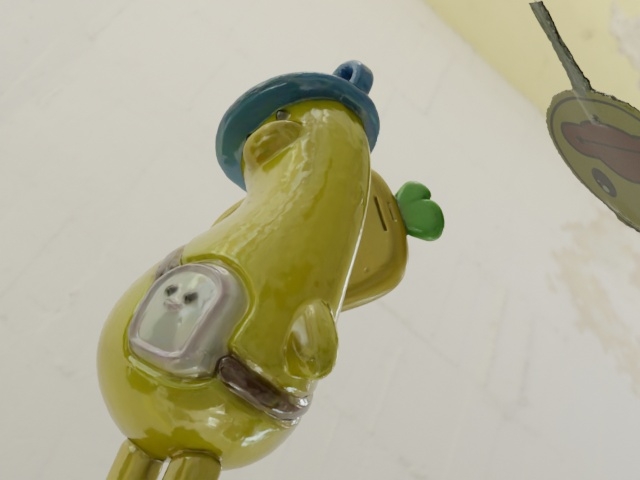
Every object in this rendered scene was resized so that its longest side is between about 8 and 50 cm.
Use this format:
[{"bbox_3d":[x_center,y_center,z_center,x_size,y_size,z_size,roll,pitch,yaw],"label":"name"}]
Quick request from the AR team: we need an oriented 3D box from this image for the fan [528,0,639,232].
[{"bbox_3d":[0.289,-0.099,1.145,0.335,0.011,0.229,54,168,-23],"label":"fan"}]

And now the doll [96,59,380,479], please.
[{"bbox_3d":[-0.042,0.034,0.746,0.145,0.199,0.363,40,-115,-39],"label":"doll"}]

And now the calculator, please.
[{"bbox_3d":[0.000,0.000,1.089,0.032,0.234,0.146,63,-172,-66],"label":"calculator"}]
